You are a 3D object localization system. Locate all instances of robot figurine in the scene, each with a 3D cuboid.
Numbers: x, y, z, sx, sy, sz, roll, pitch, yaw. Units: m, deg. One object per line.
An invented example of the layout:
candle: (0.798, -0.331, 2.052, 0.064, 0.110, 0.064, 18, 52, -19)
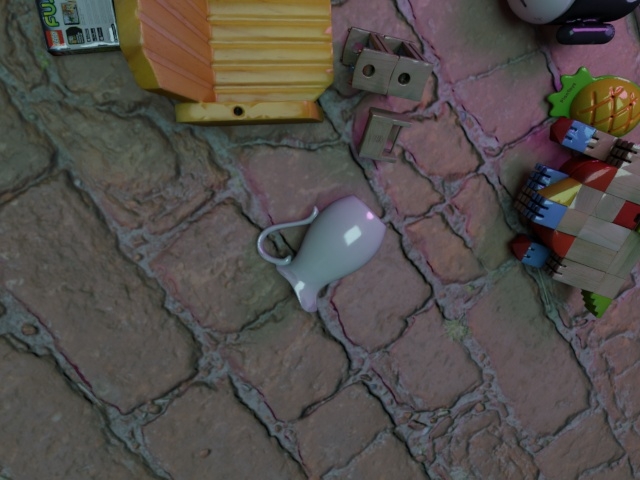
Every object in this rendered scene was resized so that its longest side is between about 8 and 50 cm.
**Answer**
robot figurine: (0.476, -0.485, 0.850, 0.278, 0.209, 0.174, -8, 143, -12)

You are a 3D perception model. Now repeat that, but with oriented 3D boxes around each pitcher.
pitcher: (0.000, 0.000, 0.856, 0.178, 0.125, 0.207, 45, 99, 0)

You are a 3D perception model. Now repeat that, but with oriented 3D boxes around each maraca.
maraca: (0.553, -0.271, 0.938, 0.185, 0.099, 0.127, 23, 123, -1)

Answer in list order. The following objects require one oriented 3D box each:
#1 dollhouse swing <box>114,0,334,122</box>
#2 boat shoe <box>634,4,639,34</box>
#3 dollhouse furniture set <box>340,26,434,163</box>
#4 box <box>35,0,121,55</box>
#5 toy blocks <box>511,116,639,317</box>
dollhouse swing: (-0.106, -0.355, 0.670, 0.315, 0.305, 0.347, -5, 99, -12)
boat shoe: (0.706, -0.461, 0.951, 0.080, 0.076, 0.229, -32, 104, -6)
dollhouse furniture set: (0.094, -0.260, 0.843, 0.128, 0.129, 0.184, 8, 127, -13)
box: (-0.390, -0.406, 0.735, 0.114, 0.036, 0.207, -9, 101, -11)
toy blocks: (0.516, -0.062, 0.920, 0.260, 0.191, 0.382, 18, 111, -8)
